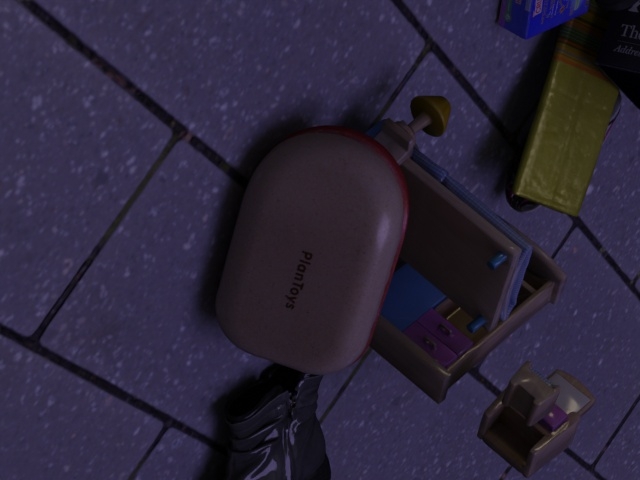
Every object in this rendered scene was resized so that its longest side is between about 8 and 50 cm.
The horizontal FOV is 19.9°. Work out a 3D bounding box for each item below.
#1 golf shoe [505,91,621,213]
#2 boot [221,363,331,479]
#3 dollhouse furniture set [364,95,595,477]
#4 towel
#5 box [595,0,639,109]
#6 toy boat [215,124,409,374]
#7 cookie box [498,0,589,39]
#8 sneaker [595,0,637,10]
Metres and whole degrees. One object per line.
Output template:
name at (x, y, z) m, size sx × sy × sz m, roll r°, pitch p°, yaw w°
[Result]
golf shoe at (0.276, -0.097, 2.025) m, size 0.186 × 0.067 × 0.086 m, roll -51°, pitch 148°, yaw -10°
boot at (-0.083, 0.225, 1.825) m, size 0.246 × 0.083 × 0.161 m, roll -39°, pitch 137°, yaw -36°
dollhouse furniture set at (0.186, 0.013, 1.792) m, size 0.198 × 0.286 × 0.303 m, roll -38°, pitch 155°, yaw -29°
towel at (0.270, -0.150, 1.945) m, size 0.102 × 0.021 × 0.237 m, roll 19°, pitch 88°, yaw -35°
box at (0.507, -0.263, 1.882) m, size 0.179 × 0.343 × 0.312 m, roll 30°, pitch 78°, yaw -59°
toy boat at (0.000, 0.000, 1.698) m, size 0.151 × 0.151 × 0.231 m, roll -62°, pitch 170°, yaw -66°
cookie box at (0.232, -0.263, 1.845) m, size 0.107 × 0.040 × 0.091 m, roll -26°, pitch 136°, yaw -41°
sneaker at (0.265, -0.344, 1.761) m, size 0.132 × 0.086 × 0.228 m, roll 16°, pitch 78°, yaw -46°
